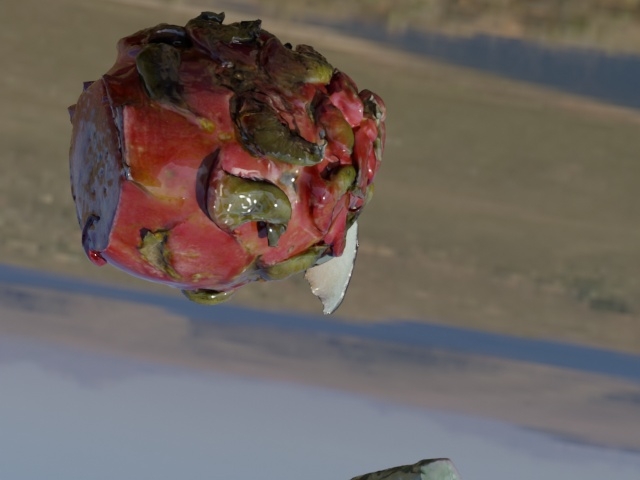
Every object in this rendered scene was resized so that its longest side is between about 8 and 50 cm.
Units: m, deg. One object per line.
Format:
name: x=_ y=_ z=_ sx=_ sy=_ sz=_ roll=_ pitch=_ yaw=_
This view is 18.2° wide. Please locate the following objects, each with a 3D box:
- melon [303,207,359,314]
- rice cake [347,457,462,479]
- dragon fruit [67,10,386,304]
melon: x=0.003 y=-0.007 z=2.123 sx=0.054 sy=0.098 sz=0.182 roll=12 pitch=147 yaw=28
rice cake: x=0.095 y=0.253 z=1.316 sx=0.043 sy=0.237 sz=0.127 roll=-34 pitch=-171 yaw=-33
dragon fruit: x=-0.078 y=-0.067 z=1.829 sx=0.291 sy=0.250 sz=0.269 roll=-4 pitch=147 yaw=-28
